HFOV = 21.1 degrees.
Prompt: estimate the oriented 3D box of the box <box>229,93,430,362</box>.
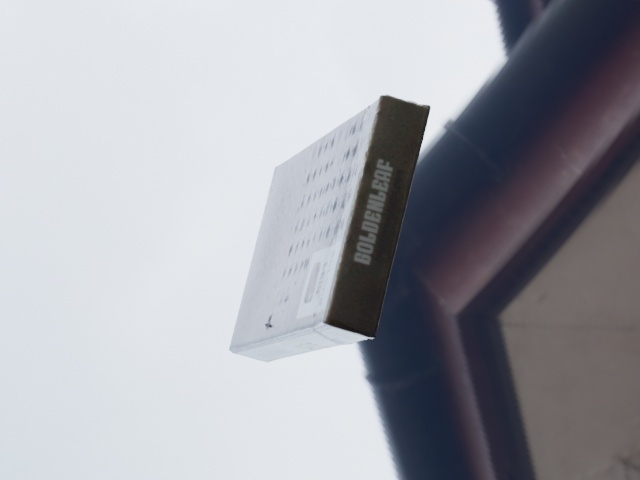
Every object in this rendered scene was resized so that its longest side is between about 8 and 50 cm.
[{"bbox_3d":[0.000,0.001,1.401,0.047,0.325,0.180,17,-101,-14],"label":"box"}]
